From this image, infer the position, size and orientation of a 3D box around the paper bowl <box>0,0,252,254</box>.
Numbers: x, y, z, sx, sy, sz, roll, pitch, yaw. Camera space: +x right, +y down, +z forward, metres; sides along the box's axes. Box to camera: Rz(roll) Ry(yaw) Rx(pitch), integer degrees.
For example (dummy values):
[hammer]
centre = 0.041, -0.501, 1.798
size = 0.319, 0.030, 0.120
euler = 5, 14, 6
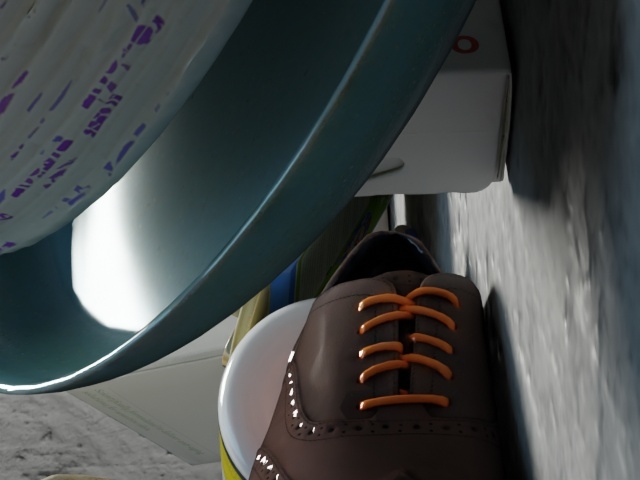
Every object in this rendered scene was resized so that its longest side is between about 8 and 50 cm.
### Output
[paper bowl]
centre = -0.113, -0.148, 0.565
size = 0.284, 0.148, 0.284
euler = -39, 40, 43

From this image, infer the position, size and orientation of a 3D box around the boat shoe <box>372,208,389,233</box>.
[boat shoe]
centre = 0.000, -0.001, 1.180
size = 0.079, 0.081, 0.227
euler = 134, 135, -87

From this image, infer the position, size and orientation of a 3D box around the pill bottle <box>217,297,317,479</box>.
[pill bottle]
centre = 0.004, 0.105, 0.928
size = 0.184, 0.103, 0.103
euler = 92, 175, -66

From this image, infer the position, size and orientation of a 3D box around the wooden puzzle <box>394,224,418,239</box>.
[wooden puzzle]
centre = 0.043, 0.039, 1.010
size = 0.078, 0.014, 0.116
euler = -96, 5, -58

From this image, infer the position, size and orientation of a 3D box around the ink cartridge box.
[ink cartridge box]
centre = 0.009, -0.084, 0.665
size = 0.056, 0.099, 0.135
euler = 92, 174, -49

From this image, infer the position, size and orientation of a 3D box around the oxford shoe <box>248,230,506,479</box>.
[oxford shoe]
centre = 0.019, 0.063, 0.681
size = 0.271, 0.097, 0.098
euler = -102, 16, -76

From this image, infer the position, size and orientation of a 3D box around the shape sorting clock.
[shape sorting clock]
centre = -0.003, -0.016, 0.970
size = 0.206, 0.040, 0.206
euler = -60, -11, -20

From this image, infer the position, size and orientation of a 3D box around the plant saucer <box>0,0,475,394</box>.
[plant saucer]
centre = -0.027, -0.100, 0.580
size = 0.317, 0.044, 0.317
euler = -40, 39, 42

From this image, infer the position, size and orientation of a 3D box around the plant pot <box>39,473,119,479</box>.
[plant pot]
centre = -0.152, 0.294, 0.964
size = 0.305, 0.334, 0.334
euler = -55, 22, 28

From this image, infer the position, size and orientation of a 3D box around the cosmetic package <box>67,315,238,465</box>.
[cosmetic package]
centre = -0.070, -0.050, 1.344
size = 0.197, 0.155, 0.365
euler = 45, -141, -56
